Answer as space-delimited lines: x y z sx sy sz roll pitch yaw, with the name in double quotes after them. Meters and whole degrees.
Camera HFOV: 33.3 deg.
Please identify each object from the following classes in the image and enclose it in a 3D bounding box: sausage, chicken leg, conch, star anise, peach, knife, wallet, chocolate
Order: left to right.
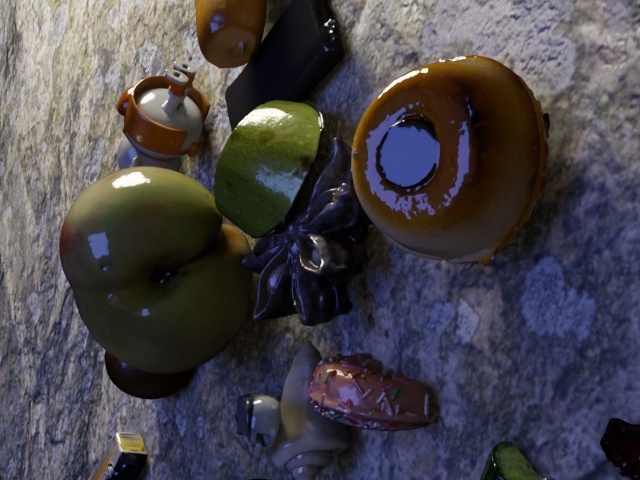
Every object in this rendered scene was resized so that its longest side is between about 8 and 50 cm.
-0.255 0.180 1.639 0.133 0.127 0.124 -22 96 36 "chocolate"
-0.227 0.037 1.464 0.247 0.292 0.292 -42 40 -9 "peach"
-0.130 -0.399 1.558 0.112 0.112 0.328 -37 45 43 "sausage"
-0.084 0.227 1.342 0.265 0.040 0.073 146 128 -80 "knife"
-0.053 -0.235 1.485 0.250 0.044 0.149 -48 44 37 "wallet"
-0.020 0.217 1.312 0.094 0.104 0.176 -32 55 23 "conch"
0.000 0.001 1.319 0.223 0.109 0.236 2 72 58 "star anise"
0.322 0.194 0.900 0.205 0.053 0.093 3 109 60 "chicken leg"

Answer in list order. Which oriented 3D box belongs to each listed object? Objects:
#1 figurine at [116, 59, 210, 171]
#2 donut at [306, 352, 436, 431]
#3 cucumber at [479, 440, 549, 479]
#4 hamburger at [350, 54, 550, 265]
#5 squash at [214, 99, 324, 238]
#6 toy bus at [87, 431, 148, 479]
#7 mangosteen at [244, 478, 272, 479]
-0.248 -0.157 1.671 0.143 0.143 0.271 53 144 44 "figurine"
0.042 0.172 1.220 0.166 0.117 0.065 12 97 53 "donut"
0.185 0.278 1.056 0.116 0.062 0.115 42 120 50 "cucumber"
0.136 -0.087 1.120 0.236 0.147 0.237 -5 82 40 "hamburger"
-0.075 -0.103 1.346 0.192 0.085 0.184 -65 21 0 "squash"
-0.338 0.388 1.733 0.172 0.057 0.072 -57 37 28 "toy bus"
-0.076 0.393 1.306 0.199 0.199 0.200 -14 73 51 "mangosteen"
